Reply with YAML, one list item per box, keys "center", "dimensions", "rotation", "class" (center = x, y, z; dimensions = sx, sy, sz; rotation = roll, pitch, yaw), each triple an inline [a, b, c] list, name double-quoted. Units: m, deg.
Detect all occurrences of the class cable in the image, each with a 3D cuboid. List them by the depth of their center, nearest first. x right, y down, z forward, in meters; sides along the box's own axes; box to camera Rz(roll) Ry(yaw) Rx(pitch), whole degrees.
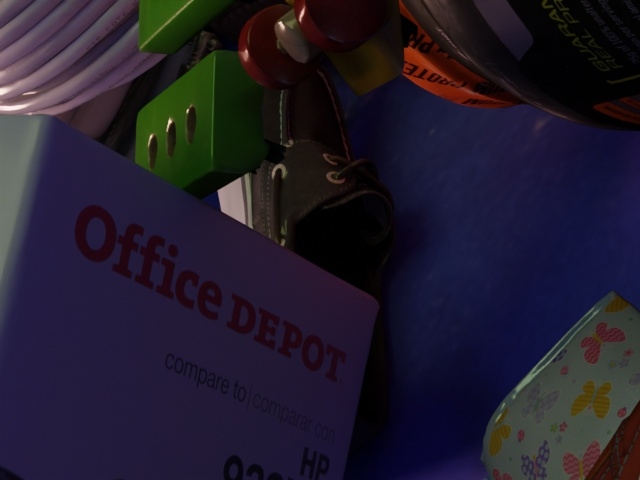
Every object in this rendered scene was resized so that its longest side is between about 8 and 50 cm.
- center: [-0.106, -0.177, 0.987]
  dimensions: [0.257, 0.089, 0.257]
  rotation: [-49, 28, 0]
  class: "cable"

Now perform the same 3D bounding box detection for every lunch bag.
- center: [0.101, 0.072, 0.693]
  dimensions: [0.083, 0.053, 0.071]
  rotation: [-45, 34, 3]
  class: "lunch bag"

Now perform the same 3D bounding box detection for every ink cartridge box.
- center: [-0.109, 0.132, 0.711]
  dimensions: [0.129, 0.223, 0.307]
  rotation: [2, 73, 34]
  class: "ink cartridge box"

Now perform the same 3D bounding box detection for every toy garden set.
- center: [-0.015, -0.142, 0.701]
  dimensions: [0.204, 0.049, 0.244]
  rotation: [157, 115, -69]
  class: "toy garden set"

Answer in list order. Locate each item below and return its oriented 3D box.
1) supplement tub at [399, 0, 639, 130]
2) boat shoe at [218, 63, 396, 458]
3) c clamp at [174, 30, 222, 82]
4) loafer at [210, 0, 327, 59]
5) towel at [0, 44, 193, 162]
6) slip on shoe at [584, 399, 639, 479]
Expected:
- center: [0.160, -0.152, 0.657]
  dimensions: [0.338, 0.207, 0.207]
  rotation: [-11, 54, 51]
  class: "supplement tub"
- center: [0.000, 0.000, 0.883]
  dimensions: [0.076, 0.080, 0.229]
  rotation: [-26, 44, 33]
  class: "boat shoe"
- center: [-0.067, -0.033, 1.023]
  dimensions: [0.137, 0.022, 0.161]
  rotation: [9, 83, 40]
  class: "c clamp"
- center: [0.033, -0.164, 0.956]
  dimensions: [0.268, 0.102, 0.092]
  rotation: [-15, 57, 50]
  class: "loafer"
- center: [-0.199, -0.078, 1.194]
  dimensions: [0.320, 0.090, 0.374]
  rotation: [-12, 45, 51]
  class: "towel"
- center: [0.118, 0.091, 0.596]
  dimensions: [0.331, 0.123, 0.101]
  rotation: [-65, 27, -2]
  class: "slip on shoe"
